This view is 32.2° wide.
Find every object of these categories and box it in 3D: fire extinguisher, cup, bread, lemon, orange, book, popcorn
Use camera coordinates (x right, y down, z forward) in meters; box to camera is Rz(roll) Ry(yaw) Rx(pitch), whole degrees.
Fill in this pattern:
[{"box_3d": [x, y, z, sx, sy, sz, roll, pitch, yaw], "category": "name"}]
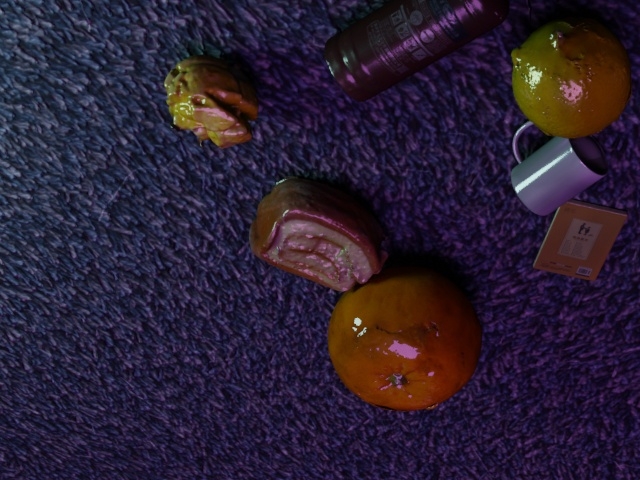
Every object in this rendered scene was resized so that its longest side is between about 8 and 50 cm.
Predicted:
[{"box_3d": [0.174, -0.320, 1.632, 0.337, 0.114, 0.135, -28, 102, 31], "category": "fire extinguisher"}, {"box_3d": [0.383, -0.129, 1.811, 0.099, 0.136, 0.133, 3, 147, -44], "category": "cup"}, {"box_3d": [0.006, -0.008, 1.960, 0.244, 0.123, 0.190, 19, 132, -10], "category": "bread"}, {"box_3d": [0.375, -0.238, 1.642, 0.173, 0.174, 0.206, -28, 126, 31], "category": "lemon"}, {"box_3d": [0.153, 0.178, 2.038, 0.283, 0.226, 0.284, 4, 129, 5], "category": "orange"}, {"box_3d": [0.458, 0.001, 1.963, 0.118, 0.012, 0.172, 12, 134, -2], "category": "book"}, {"box_3d": [-0.172, -0.220, 1.775, 0.167, 0.148, 0.152, 38, 104, -7], "category": "popcorn"}]
